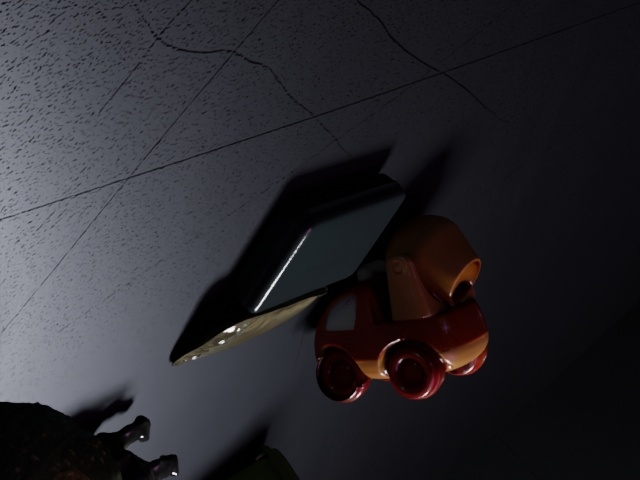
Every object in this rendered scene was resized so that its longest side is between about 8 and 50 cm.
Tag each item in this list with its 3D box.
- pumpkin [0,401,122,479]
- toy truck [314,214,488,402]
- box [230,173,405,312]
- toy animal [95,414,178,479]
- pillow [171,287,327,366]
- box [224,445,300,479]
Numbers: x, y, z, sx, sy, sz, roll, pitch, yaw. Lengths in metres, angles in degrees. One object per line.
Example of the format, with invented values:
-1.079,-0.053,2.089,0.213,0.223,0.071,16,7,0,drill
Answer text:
-0.318,0.309,1.457,0.328,0.291,0.257,-35,176,-3,pumpkin
0.109,0.090,2.183,0.265,0.239,0.189,-8,-175,34,toy truck
0.000,0.000,1.895,0.230,0.050,0.160,-20,149,-54,box
-0.307,0.361,1.906,0.343,0.106,0.168,-49,163,20,toy animal
-0.087,0.104,1.934,0.130,0.033,0.217,-33,173,34,pillow
-0.103,0.505,2.486,0.178,0.252,0.328,-22,153,-25,box
